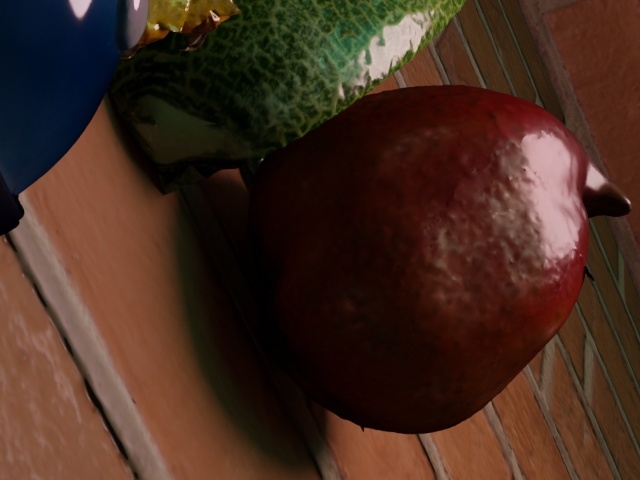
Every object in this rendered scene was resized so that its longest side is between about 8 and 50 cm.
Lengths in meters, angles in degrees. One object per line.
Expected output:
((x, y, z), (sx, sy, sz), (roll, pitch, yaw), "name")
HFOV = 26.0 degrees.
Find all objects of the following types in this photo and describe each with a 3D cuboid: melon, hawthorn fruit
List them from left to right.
((-0.047, -0.193, 1.172), (0.331, 0.226, 0.343), (24, 31, -7), "melon")
((0.076, 0.003, 1.157), (0.295, 0.311, 0.295), (39, 5, -4), "hawthorn fruit")

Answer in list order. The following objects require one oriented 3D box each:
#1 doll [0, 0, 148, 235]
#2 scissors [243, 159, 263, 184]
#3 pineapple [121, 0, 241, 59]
((-0.211, -0.145, 0.635), (0.310, 0.240, 0.284), (60, -12, 20), "doll")
((0.000, 0.000, 1.329), (0.289, 0.041, 0.138), (63, 21, -8), "scissors")
((-0.196, -0.195, 0.943), (0.250, 0.140, 0.164), (41, 73, -28), "pineapple")
